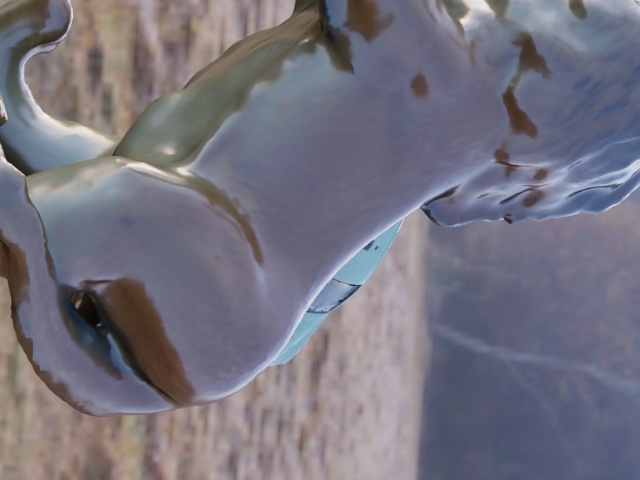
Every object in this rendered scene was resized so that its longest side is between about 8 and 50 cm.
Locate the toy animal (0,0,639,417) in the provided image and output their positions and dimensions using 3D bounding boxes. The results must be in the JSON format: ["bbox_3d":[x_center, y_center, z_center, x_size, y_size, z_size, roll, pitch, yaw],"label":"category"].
[{"bbox_3d":[0.000,-0.032,0.545,0.097,0.312,0.158,3,-56,60],"label":"toy animal"}]

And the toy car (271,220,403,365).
[{"bbox_3d":[0.000,0.000,1.329,0.090,0.076,0.224,22,101,-51],"label":"toy car"}]
